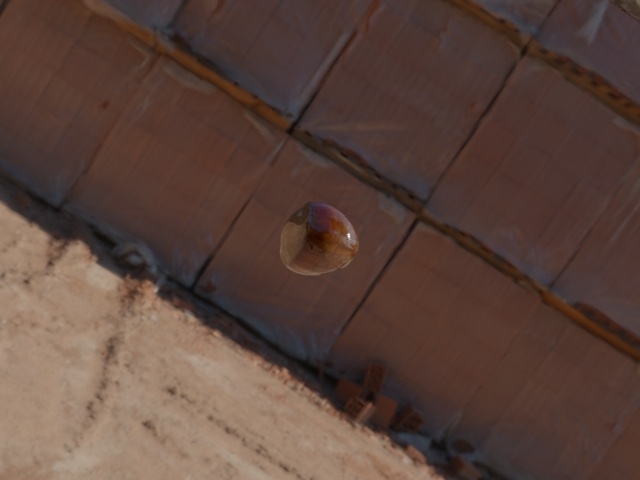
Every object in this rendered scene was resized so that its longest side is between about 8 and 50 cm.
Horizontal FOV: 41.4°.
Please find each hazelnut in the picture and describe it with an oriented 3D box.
[{"bbox_3d":[0.000,0.000,0.887,0.086,0.086,0.086,35,8,-6],"label":"hazelnut"}]

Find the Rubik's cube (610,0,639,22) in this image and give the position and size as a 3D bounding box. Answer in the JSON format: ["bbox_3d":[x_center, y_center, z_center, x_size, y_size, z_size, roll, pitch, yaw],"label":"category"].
[{"bbox_3d":[0.408,-0.343,0.714,0.344,0.337,0.344,18,39,-32],"label":"Rubik's cube"}]
